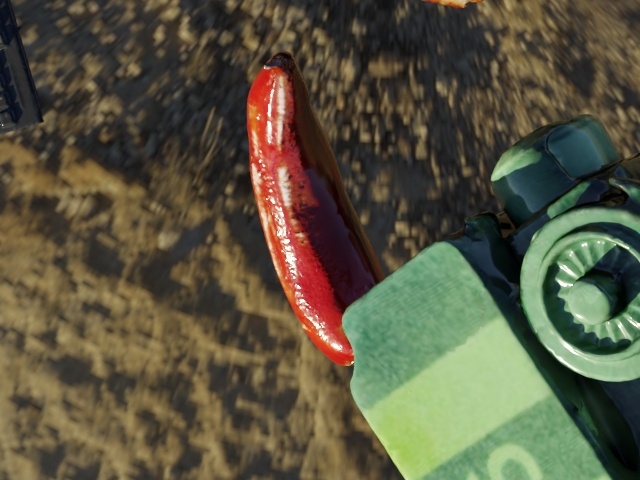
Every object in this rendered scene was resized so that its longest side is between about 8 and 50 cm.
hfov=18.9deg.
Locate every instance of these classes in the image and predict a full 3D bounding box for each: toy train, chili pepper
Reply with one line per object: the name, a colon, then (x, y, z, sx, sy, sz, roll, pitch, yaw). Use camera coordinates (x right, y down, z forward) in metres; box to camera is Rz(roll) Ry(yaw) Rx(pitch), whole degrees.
toy train: (0.166, 0.091, 1.038, 0.238, 0.167, 0.299, -37, 81, 33)
chili pepper: (-0.004, -0.006, 1.661, 0.092, 0.137, 0.368, -28, 116, -6)

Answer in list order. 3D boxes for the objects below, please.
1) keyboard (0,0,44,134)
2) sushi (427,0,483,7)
keyboard: (-0.184, -0.144, 0.909, 0.064, 0.010, 0.198, -14, 96, 18)
sushi: (0.028, -0.276, 1.575, 0.332, 0.124, 0.130, 11, 138, 6)
